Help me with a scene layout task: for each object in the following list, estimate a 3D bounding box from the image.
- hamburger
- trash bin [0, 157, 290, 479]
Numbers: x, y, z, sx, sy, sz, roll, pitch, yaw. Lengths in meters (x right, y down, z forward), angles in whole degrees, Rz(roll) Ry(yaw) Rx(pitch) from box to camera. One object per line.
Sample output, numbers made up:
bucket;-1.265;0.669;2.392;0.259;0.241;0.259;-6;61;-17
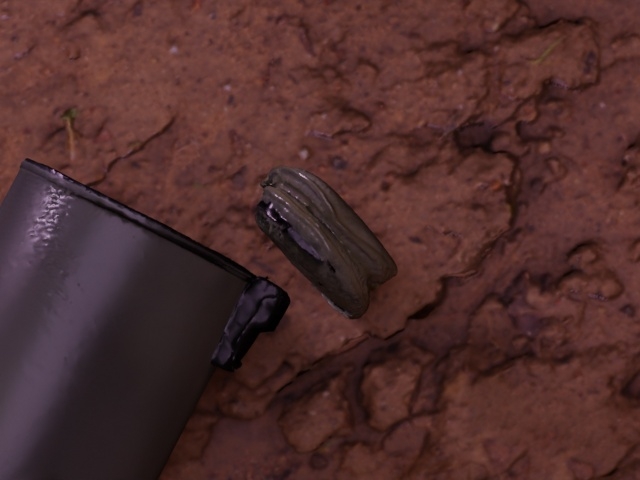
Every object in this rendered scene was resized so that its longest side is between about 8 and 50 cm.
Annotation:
hamburger;0.000;0.000;1.600;0.140;0.133;0.062;44;81;-5
trash bin;-0.202;0.096;1.555;0.277;0.217;0.262;26;86;10
